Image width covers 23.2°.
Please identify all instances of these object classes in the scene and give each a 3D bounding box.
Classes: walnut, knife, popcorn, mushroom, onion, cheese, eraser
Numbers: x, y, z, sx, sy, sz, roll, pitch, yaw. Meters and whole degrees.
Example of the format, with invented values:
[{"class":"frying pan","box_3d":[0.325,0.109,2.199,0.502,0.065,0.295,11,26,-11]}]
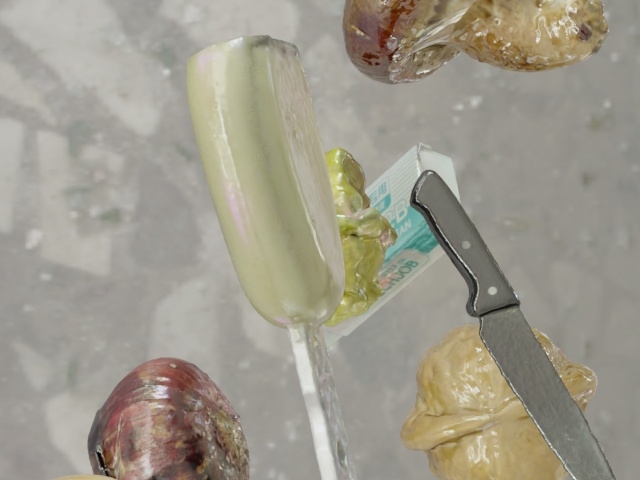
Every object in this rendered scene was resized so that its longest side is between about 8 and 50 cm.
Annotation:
[{"class":"walnut","box_3d":[0.213,0.205,1.855,0.257,0.257,0.225,-11,82,-45]},{"class":"knife","box_3d":[0.081,0.044,0.645,0.170,0.023,0.010,60,0,17]},{"class":"popcorn","box_3d":[0.000,0.000,1.325,0.125,0.126,0.145,41,29,-56]},{"class":"mushroom","box_3d":[0.139,-0.263,1.667,0.267,0.254,0.267,-17,127,-24]},{"class":"onion","box_3d":[-0.191,0.276,1.987,0.246,0.190,0.246,50,24,-33]},{"class":"cheese","box_3d":[-0.010,0.015,0.618,0.097,0.037,0.192,-5,81,-77]},{"class":"eraser","box_3d":[0.047,0.009,1.495,0.052,0.225,0.096,19,47,-32]}]

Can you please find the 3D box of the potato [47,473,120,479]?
[{"class":"potato","box_3d":[-0.190,0.226,1.083,0.109,0.178,0.119,61,12,-71]}]
